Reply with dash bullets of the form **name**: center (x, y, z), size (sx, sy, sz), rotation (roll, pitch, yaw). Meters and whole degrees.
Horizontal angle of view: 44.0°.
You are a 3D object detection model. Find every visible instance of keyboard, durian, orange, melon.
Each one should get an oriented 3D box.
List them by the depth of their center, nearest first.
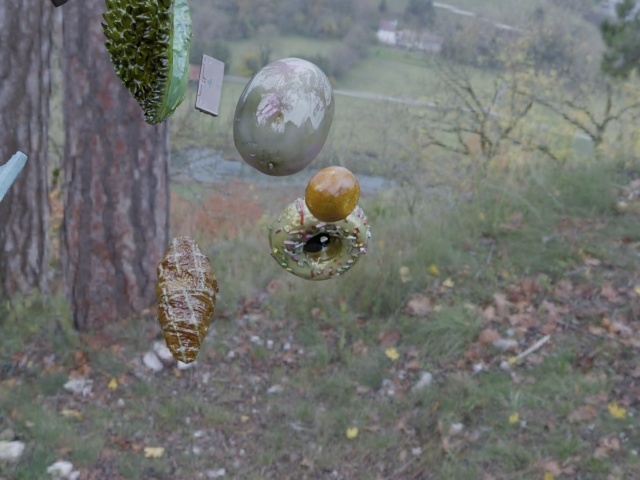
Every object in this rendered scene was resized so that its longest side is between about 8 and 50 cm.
- **orange**: center (0.016, -0.066, 1.124), size (0.070, 0.083, 0.083), rotation (31, 38, 25)
- **keyboard**: center (-0.236, -0.327, 1.672), size (0.055, 0.017, 0.166), rotation (20, 48, -23)
- **durian**: center (-0.376, -0.445, 1.753), size (0.163, 0.394, 0.198), rotation (-4, -8, 10)
- **melon**: center (-0.083, -0.286, 1.820), size (0.223, 0.223, 0.317), rotation (13, 53, 6)

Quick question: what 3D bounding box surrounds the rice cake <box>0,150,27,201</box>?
- **rice cake**: center (-0.663, -0.122, 1.647), size (0.042, 0.030, 0.180), rotation (33, 41, -20)

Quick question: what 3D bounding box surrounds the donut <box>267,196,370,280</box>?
- **donut**: center (0.000, 0.000, 1.294), size (0.174, 0.175, 0.068), rotation (2, 44, -12)

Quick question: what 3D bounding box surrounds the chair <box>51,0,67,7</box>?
- **chair**: center (-0.341, -0.498, 0.897), size (0.203, 0.416, 0.240), rotation (-31, 20, -8)

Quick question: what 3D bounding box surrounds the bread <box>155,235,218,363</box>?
- **bread**: center (-0.223, 0.086, 1.311), size (0.104, 0.076, 0.233), rotation (-7, 65, 3)
